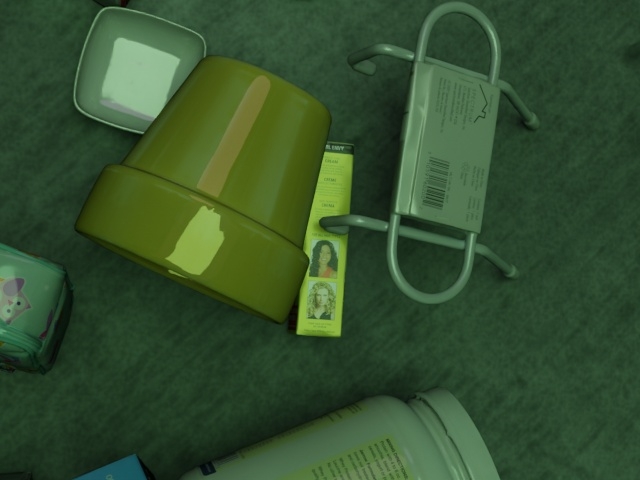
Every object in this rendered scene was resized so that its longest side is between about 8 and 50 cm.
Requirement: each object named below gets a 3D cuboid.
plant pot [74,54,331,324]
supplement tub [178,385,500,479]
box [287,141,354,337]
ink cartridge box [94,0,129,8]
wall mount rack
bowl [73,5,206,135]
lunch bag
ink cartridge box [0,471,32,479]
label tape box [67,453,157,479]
[{"bbox_3d":[-0.107,-0.064,1.164,0.254,0.254,0.239,26,83,-9],"label":"plant pot"},{"bbox_3d":[0.025,0.315,1.178,0.324,0.235,0.235,-20,90,-12],"label":"supplement tub"},{"bbox_3d":[0.000,0.000,1.270,0.058,0.087,0.232,4,87,-9],"label":"box"},{"bbox_3d":[-0.251,-0.441,1.232,0.197,0.114,0.273,31,82,-7],"label":"ink cartridge box"},{"bbox_3d":[0.161,-0.089,1.245,0.304,0.130,0.350,13,82,-25],"label":"wall mount rack"},{"bbox_3d":[-0.217,-0.196,1.255,0.142,0.053,0.142,16,83,-11],"label":"bowl"},{"bbox_3d":[-0.378,0.058,1.095,0.224,0.279,0.108,19,74,-7],"label":"lunch bag"},{"bbox_3d":[-0.422,0.419,1.134,0.223,0.129,0.308,-3,87,-11],"label":"ink cartridge box"},{"bbox_3d":[-0.178,0.351,1.056,0.105,0.334,0.241,-25,75,-11],"label":"label tape box"}]
